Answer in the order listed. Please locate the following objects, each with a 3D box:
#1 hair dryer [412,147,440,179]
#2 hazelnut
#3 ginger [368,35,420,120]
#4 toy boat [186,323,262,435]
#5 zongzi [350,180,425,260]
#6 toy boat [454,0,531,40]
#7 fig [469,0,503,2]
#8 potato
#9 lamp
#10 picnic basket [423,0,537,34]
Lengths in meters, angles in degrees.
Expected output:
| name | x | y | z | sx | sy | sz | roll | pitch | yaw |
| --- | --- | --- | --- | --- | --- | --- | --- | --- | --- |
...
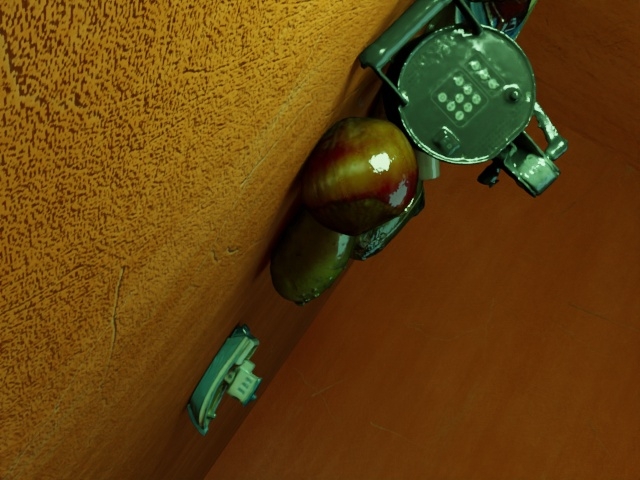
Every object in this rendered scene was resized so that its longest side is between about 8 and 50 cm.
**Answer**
| name | x | y | z | sx | sy | sz | roll | pitch | yaw |
| --- | --- | --- | --- | --- | --- | --- | --- | --- | --- |
| hair dryer | 0.196 | -0.177 | 1.892 | 0.220 | 0.054 | 0.195 | -86 | 170 | -65 |
| hazelnut | 0.051 | -0.095 | 1.531 | 0.178 | 0.178 | 0.204 | -56 | 180 | -10 |
| ginger | 0.131 | -0.242 | 1.835 | 0.118 | 0.065 | 0.299 | -60 | 176 | -47 |
| toy boat | -0.165 | 0.266 | 1.905 | 0.215 | 0.102 | 0.088 | -57 | 172 | 1 |
| zongzi | 0.141 | -0.128 | 2.361 | 0.274 | 0.145 | 0.300 | -46 | 152 | -40 |
| toy boat | 0.291 | -0.412 | 1.771 | 0.142 | 0.129 | 0.309 | 128 | -21 | -54 |
| fig | 0.240 | -0.408 | 1.447 | 0.144 | 0.154 | 0.165 | -39 | 148 | 1 |
| potato | 0.000 | 0.000 | 1.713 | 0.251 | 0.113 | 0.149 | -56 | -160 | 26 |
| lamp | 0.196 | -0.232 | 1.575 | 0.205 | 0.374 | 0.272 | -45 | -153 | 3 |
| picnic basket | 0.295 | -0.399 | 1.978 | 0.266 | 0.139 | 0.165 | -54 | 174 | -28 |
